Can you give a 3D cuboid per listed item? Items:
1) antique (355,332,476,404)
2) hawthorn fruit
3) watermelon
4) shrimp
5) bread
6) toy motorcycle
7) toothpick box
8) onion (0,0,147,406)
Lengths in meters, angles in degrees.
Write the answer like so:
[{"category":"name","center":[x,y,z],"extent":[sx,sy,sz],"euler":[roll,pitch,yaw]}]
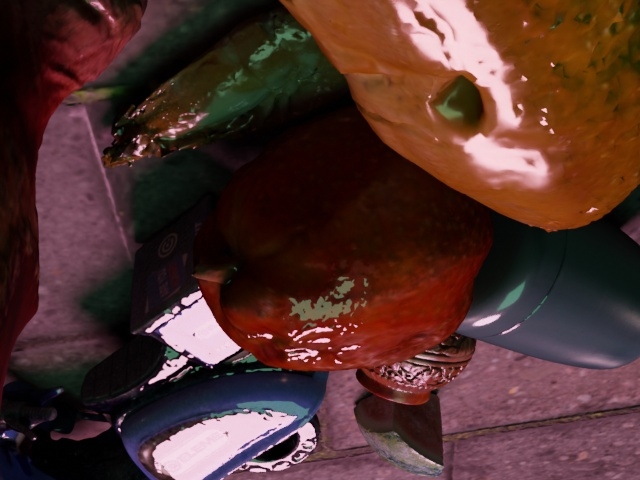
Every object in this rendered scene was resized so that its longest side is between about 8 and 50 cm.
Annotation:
[{"category":"antique","center":[0.067,0.066,0.878],"extent":[0.104,0.104,0.104],"euler":[-6,142,-5]},{"category":"hawthorn fruit","center":[0.011,0.000,0.724],"extent":[0.179,0.173,0.173],"euler":[-19,142,-5]},{"category":"watermelon","center":[0.079,0.167,1.030],"extent":[0.085,0.092,0.072],"euler":[22,94,-45]},{"category":"shrimp","center":[-0.056,-0.083,0.707],"extent":[0.184,0.043,0.091],"euler":[-22,144,13]},{"category":"bread","center":[0.136,-0.169,0.459],"extent":[0.337,0.148,0.328],"euler":[-45,139,-5]},{"category":"toy motorcycle","center":[-0.150,0.125,0.893],"extent":[0.359,0.125,0.213],"euler":[-35,127,25]},{"category":"toothpick box","center":[0.160,0.025,0.832],"extent":[0.184,0.120,0.120],"euler":[22,132,-39]},{"category":"onion","center":[-0.243,-0.030,0.524],"extent":[0.420,0.398,0.398],"euler":[-30,145,-16]}]
